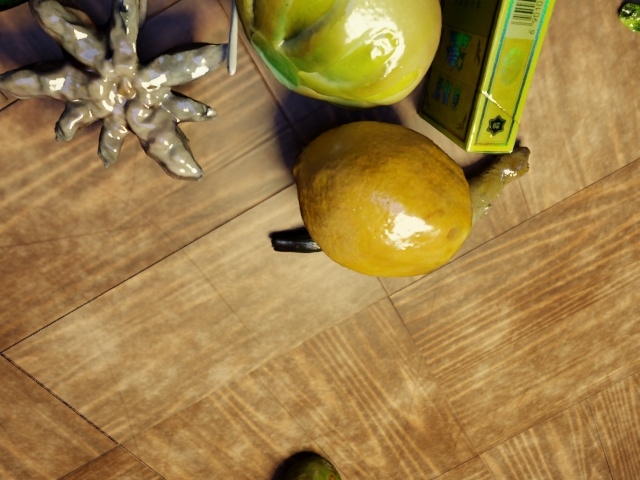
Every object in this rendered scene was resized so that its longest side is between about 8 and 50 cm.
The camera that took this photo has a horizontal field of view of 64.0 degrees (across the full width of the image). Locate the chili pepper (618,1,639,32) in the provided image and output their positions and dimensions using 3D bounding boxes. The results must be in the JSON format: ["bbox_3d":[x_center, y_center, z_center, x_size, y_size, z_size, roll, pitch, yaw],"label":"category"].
[{"bbox_3d":[0.415,-0.277,0.656,0.091,0.034,0.030,22,145,-25],"label":"chili pepper"}]

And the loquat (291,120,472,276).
[{"bbox_3d":[0.076,-0.044,0.606,0.234,0.187,0.175,25,100,-17],"label":"loquat"}]

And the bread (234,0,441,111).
[{"bbox_3d":[0.020,-0.225,0.492,0.261,0.156,0.158,41,88,-28],"label":"bread"}]

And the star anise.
[{"bbox_3d":[-0.197,-0.161,0.527,0.229,0.093,0.236,-25,118,0],"label":"star anise"}]

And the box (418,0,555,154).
[{"bbox_3d":[0.179,-0.220,0.560,0.064,0.141,0.219,0,118,-15],"label":"box"}]

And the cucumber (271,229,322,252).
[{"bbox_3d":[0.000,0.001,0.706,0.135,0.034,0.033,-9,126,-8],"label":"cucumber"}]

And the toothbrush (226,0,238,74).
[{"bbox_3d":[-0.090,-0.249,0.514,0.017,0.014,0.161,2,93,-24],"label":"toothbrush"}]

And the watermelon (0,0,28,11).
[{"bbox_3d":[-0.285,-0.284,0.352,0.243,0.242,0.242,-6,121,-11],"label":"watermelon"}]

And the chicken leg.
[{"bbox_3d":[0.211,-0.061,0.706,0.198,0.069,0.085,-39,123,1],"label":"chicken leg"}]

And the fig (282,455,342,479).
[{"bbox_3d":[-0.032,0.467,0.931,0.117,0.117,0.177,25,127,-25],"label":"fig"}]
